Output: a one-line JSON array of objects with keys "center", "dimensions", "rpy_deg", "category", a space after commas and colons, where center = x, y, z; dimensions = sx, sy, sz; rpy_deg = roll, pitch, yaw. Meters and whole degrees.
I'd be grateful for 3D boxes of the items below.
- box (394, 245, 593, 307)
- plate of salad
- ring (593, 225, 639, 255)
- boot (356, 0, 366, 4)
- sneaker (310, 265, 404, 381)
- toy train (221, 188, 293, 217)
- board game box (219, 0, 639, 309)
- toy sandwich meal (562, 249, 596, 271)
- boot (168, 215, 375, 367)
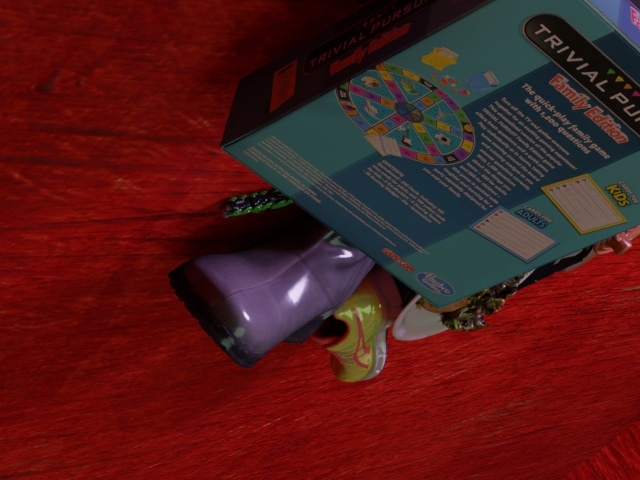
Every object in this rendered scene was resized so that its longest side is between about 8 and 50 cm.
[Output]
[{"center": [0.228, -0.035, 1.934], "dimensions": [0.257, 0.079, 0.322], "rpy_deg": [-24, 159, -24], "category": "box"}, {"center": [0.168, 0.059, 1.888], "dimensions": [0.200, 0.048, 0.200], "rpy_deg": [-28, 159, -11], "category": "plate of salad"}, {"center": [0.461, -0.079, 2.033], "dimensions": [0.336, 0.032, 0.336], "rpy_deg": [-32, 168, -8], "category": "ring"}, {"center": [0.080, -0.265, 1.182], "dimensions": [0.161, 0.083, 0.246], "rpy_deg": [-33, 168, -10], "category": "boot"}, {"center": [0.026, 0.100, 1.972], "dimensions": [0.094, 0.081, 0.208], "rpy_deg": [-16, 150, -20], "category": "sneaker"}, {"center": [-0.057, -0.034, 1.601], "dimensions": [0.083, 0.017, 0.024], "rpy_deg": [-13, 164, -42], "category": "toy train"}, {"center": [0.131, -0.090, 1.318], "dimensions": [0.254, 0.079, 0.336], "rpy_deg": [36, 138, -29], "category": "board game box"}, {"center": [0.337, 0.010, 2.277], "dimensions": [0.085, 0.029, 0.085], "rpy_deg": [-30, 165, -9], "category": "toy sandwich meal"}, {"center": [0.000, 0.000, 1.635], "dimensions": [0.223, 0.118, 0.338], "rpy_deg": [-40, 175, 14], "category": "boot"}]
